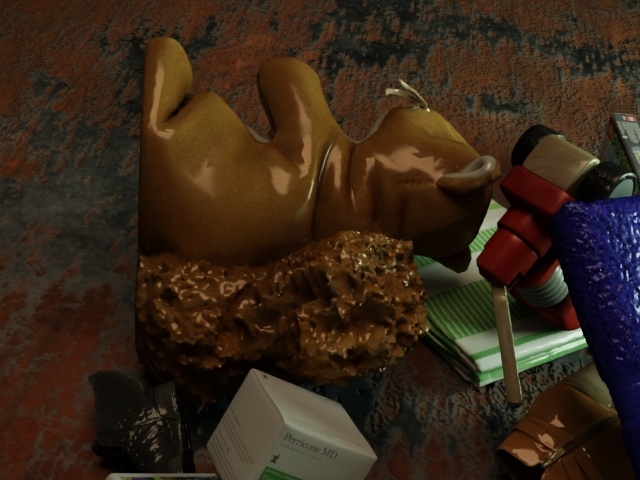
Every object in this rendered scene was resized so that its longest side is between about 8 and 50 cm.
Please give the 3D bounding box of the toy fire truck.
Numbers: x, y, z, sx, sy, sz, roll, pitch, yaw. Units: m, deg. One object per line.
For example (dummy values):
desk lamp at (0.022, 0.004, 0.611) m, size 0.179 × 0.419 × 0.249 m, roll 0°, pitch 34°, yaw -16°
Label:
toy fire truck at (0.230, 0.046, 1.137) m, size 0.158 × 0.217 × 0.246 m, roll 37°, pitch 84°, yaw 36°

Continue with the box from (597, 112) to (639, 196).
box at (0.393, -0.064, 1.422) m, size 0.036 × 0.114 × 0.207 m, roll 6°, pitch 34°, yaw -3°

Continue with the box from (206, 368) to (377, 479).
box at (-0.026, 0.181, 0.960) m, size 0.101 × 0.087 × 0.102 m, roll 26°, pitch 10°, yaw -27°

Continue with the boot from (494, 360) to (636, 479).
boot at (0.272, 0.217, 1.041) m, size 0.152 × 0.073 × 0.197 m, roll -33°, pitch 59°, yaw -30°

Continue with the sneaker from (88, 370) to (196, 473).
sneaker at (-0.162, 0.187, 1.005) m, size 0.089 × 0.051 × 0.170 m, roll -15°, pitch 52°, yaw 3°

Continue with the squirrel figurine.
squirrel figurine at (0.000, 0.000, 1.145) m, size 0.370 × 0.281 × 0.397 m, roll 2°, pitch 51°, yaw -8°

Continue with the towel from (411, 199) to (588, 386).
towel at (0.173, 0.036, 1.305) m, size 0.248 × 0.038 × 0.325 m, roll -14°, pitch 39°, yaw -29°

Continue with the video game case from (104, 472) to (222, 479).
video game case at (-0.057, 0.244, 0.887) m, size 0.173 × 0.022 × 0.190 m, roll 37°, pitch 12°, yaw 35°

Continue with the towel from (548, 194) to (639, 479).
towel at (0.333, 0.098, 0.988) m, size 0.228 × 0.076 × 0.308 m, roll -8°, pitch 75°, yaw -40°
